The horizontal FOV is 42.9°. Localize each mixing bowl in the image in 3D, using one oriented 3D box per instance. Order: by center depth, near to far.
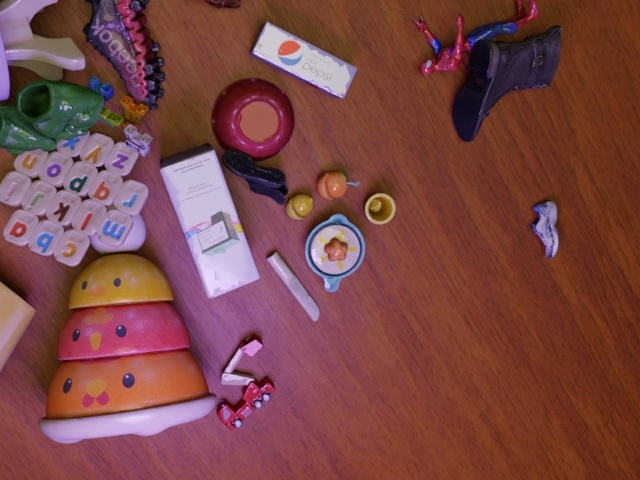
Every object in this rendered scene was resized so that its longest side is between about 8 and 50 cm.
[{"bbox_3d":[-0.136,-0.251,1.704,0.182,0.098,0.181,-2,100,-10],"label":"mixing bowl"}]

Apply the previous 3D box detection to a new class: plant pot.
[{"bbox_3d":[-0.706,0.177,1.607,0.254,0.254,0.239,43,75,-15],"label":"plant pot"}]

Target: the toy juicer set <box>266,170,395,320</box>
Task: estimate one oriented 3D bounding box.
[{"bbox_3d":[0.000,0.000,1.782,0.209,0.089,0.329,33,93,-15],"label":"toy juicer set"}]

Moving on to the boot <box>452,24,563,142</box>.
[{"bbox_3d":[0.422,-0.341,1.793,0.229,0.091,0.262,-11,133,-28],"label":"boot"}]

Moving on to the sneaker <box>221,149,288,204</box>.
[{"bbox_3d":[-0.139,-0.132,1.732,0.170,0.089,0.051,22,66,-15],"label":"sneaker"}]

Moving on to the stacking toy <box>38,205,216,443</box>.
[{"bbox_3d":[-0.412,0.151,1.661,0.351,0.350,0.479,-7,84,-10],"label":"stacking toy"}]

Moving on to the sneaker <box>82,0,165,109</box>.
[{"bbox_3d":[-0.397,-0.391,1.629,0.135,0.097,0.276,-6,114,8],"label":"sneaker"}]

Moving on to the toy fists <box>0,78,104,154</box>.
[{"bbox_3d":[-0.531,-0.229,1.556,0.279,0.142,0.096,-17,86,34],"label":"toy fists"}]

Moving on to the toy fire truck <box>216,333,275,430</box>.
[{"bbox_3d":[-0.176,0.319,1.829,0.192,0.047,0.135,-43,105,0],"label":"toy fire truck"}]

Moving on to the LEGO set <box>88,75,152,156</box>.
[{"bbox_3d":[-0.418,-0.249,1.653,0.227,0.093,0.087,31,59,10],"label":"LEGO set"}]

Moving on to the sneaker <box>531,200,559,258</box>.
[{"bbox_3d":[0.522,-0.024,1.908,0.058,0.052,0.135,-5,94,0],"label":"sneaker"}]

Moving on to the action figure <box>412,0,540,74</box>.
[{"bbox_3d":[0.320,-0.466,1.759,0.280,0.091,0.139,-35,112,-4],"label":"action figure"}]

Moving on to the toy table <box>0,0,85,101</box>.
[{"bbox_3d":[-0.566,-0.389,1.517,0.161,0.274,0.252,-24,72,-29],"label":"toy table"}]

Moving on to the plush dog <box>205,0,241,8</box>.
[{"bbox_3d":[-0.209,-0.574,1.599,0.262,0.210,0.225,42,117,-14],"label":"plush dog"}]

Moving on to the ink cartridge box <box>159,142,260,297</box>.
[{"bbox_3d":[-0.229,-0.046,1.669,0.117,0.201,0.278,-20,104,-7],"label":"ink cartridge box"}]

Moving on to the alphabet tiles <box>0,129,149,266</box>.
[{"bbox_3d":[-0.495,-0.094,1.628,0.284,0.021,0.277,21,71,8],"label":"alphabet tiles"}]

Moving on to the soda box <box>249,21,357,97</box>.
[{"bbox_3d":[-0.037,-0.378,1.715,0.216,0.069,0.073,24,94,-15],"label":"soda box"}]
